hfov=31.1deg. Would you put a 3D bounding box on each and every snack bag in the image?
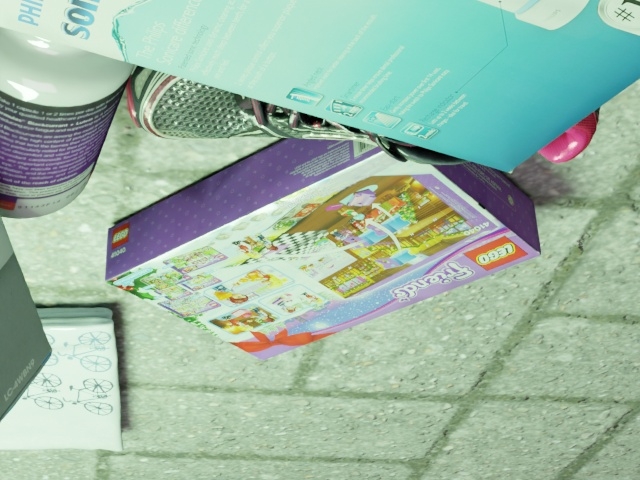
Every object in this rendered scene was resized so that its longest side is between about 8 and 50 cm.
[{"bbox_3d":[-0.373,0.147,1.162,0.342,0.037,0.323,2,149,-8],"label":"snack bag"}]

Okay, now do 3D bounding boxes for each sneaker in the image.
[{"bbox_3d":[0.025,-0.100,0.713,0.299,0.112,0.121,-5,149,6],"label":"sneaker"}]

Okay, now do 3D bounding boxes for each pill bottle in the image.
[{"bbox_3d":[-0.170,-0.105,0.692,0.108,0.108,0.193,10,147,-20],"label":"pill bottle"}]

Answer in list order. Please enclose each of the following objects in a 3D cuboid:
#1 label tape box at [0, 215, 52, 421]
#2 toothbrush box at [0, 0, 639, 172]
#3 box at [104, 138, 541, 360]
[{"bbox_3d":[-0.331,-0.044,0.682,0.249,0.115,0.348,7,128,22],"label":"label tape box"},{"bbox_3d":[0.012,-0.156,0.534,0.295,0.126,0.216,13,160,-14],"label":"toothbrush box"},{"bbox_3d":[0.000,0.000,0.927,0.293,0.057,0.201,-23,143,30],"label":"box"}]
